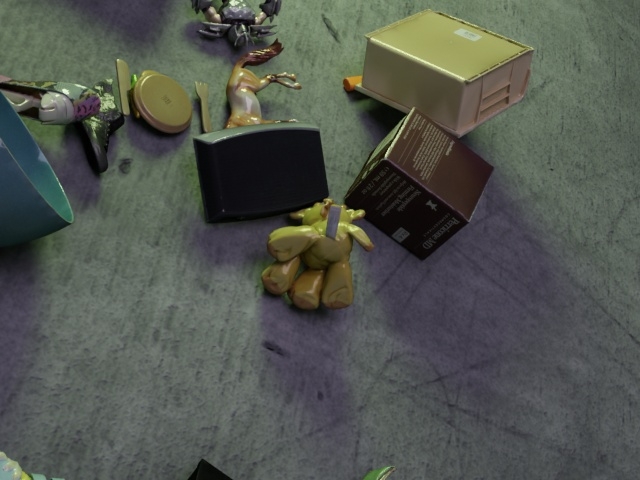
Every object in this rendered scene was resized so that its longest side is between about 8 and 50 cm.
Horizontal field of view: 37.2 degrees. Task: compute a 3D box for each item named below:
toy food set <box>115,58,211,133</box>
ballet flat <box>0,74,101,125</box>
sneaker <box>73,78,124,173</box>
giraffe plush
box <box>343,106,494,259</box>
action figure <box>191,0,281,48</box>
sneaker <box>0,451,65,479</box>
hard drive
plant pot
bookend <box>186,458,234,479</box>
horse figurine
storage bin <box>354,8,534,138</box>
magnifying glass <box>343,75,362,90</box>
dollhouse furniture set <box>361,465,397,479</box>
[{"bbox_3d":[-0.290,-0.250,1.731,0.192,0.038,0.132,10,61,-38],"label":"toy food set"},{"bbox_3d":[-0.476,-0.226,1.557,0.221,0.077,0.079,9,26,-8],"label":"ballet flat"},{"bbox_3d":[-0.374,-0.198,1.641,0.089,0.051,0.170,-16,69,-30],"label":"sneaker"},{"bbox_3d":[0.000,0.000,1.688,0.181,0.210,0.170,26,23,-7],"label":"giraffe plush"},{"bbox_3d":[0.190,-0.109,1.836,0.203,0.168,0.167,36,51,-6],"label":"box"},{"bbox_3d":[-0.179,-0.505,1.900,0.185,0.099,0.285,1,66,-35],"label":"action figure"},{"bbox_3d":[-0.431,0.313,1.278,0.208,0.127,0.319,-3,75,-29],"label":"sneaker"},{"bbox_3d":[-0.099,-0.127,1.718,0.254,0.054,0.172,-11,96,-34],"label":"hard drive"},{"bbox_3d":[-0.523,-0.099,1.388,0.195,0.290,0.290,-32,80,-4],"label":"plant pot"},{"bbox_3d":[-0.195,0.421,1.367,0.072,0.156,0.157,37,96,-7],"label":"bookend"},{"bbox_3d":[-0.118,-0.258,1.805,0.174,0.066,0.263,1,71,-19],"label":"horse figurine"},{"bbox_3d":[0.257,-0.353,1.940,0.262,0.123,0.260,30,42,30],"label":"storage bin"},{"bbox_3d":[0.145,-0.348,2.038,0.231,0.026,0.092,-15,72,-34],"label":"magnifying glass"},{"bbox_3d":[0.047,0.399,1.528,0.058,0.076,0.151,49,52,2],"label":"dollhouse furniture set"}]
